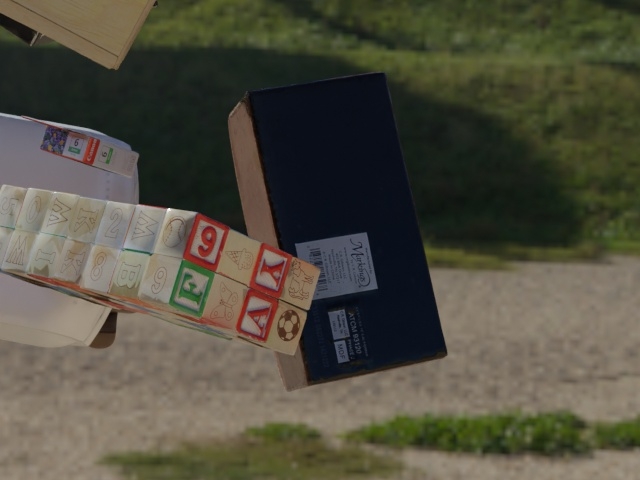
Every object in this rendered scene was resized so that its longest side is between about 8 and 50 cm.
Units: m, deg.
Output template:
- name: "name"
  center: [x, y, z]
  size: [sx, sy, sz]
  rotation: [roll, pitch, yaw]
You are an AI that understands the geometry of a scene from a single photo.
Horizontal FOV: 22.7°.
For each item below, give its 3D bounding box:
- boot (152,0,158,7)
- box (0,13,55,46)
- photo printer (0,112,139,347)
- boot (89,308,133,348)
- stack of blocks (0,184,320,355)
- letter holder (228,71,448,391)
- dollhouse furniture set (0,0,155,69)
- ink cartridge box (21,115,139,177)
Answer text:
- name: "boot"
  center: [-0.065, -0.321, 1.338]
  size: [0.229, 0.263, 0.091]
  rotation: [-9, 41, -11]
- name: "box"
  center: [-0.226, -0.297, 1.535]
  size: [0.103, 0.184, 0.261]
  rotation: [31, 15, 4]
- name: "photo printer"
  center: [-0.363, -0.018, 1.796]
  size: [0.307, 0.256, 0.107]
  rotation: [11, -13, 6]
- name: "boot"
  center: [-0.291, 0.040, 2.209]
  size: [0.073, 0.152, 0.197]
  rotation: [12, -38, -24]
- name: "stack of blocks"
  center: [-0.169, 0.025, 1.534]
  size: [0.297, 0.087, 0.171]
  rotation: [9, -11, 43]
- name: "letter holder"
  center: [0.000, 0.000, 1.694]
  size: [0.152, 0.302, 0.214]
  rotation: [-10, -6, -17]
- name: "dollhouse furniture set"
  center: [-0.320, -0.302, 1.166]
  size: [0.394, 0.362, 0.256]
  rotation: [30, 3, 22]
- name: "ink cartridge box"
  center: [-0.242, -0.093, 1.587]
  size: [0.063, 0.029, 0.115]
  rotation: [17, 0, 35]
